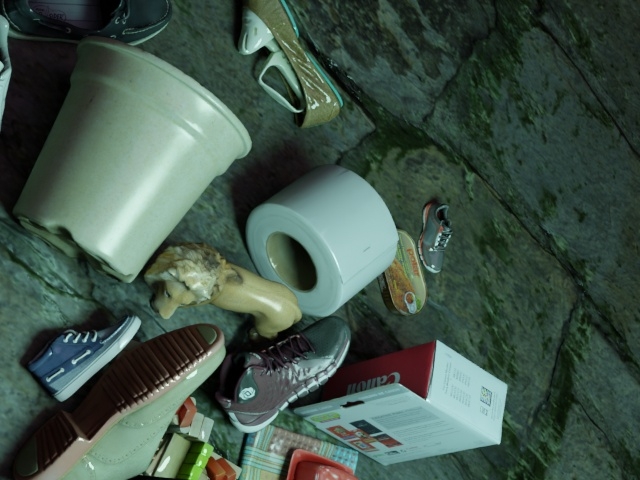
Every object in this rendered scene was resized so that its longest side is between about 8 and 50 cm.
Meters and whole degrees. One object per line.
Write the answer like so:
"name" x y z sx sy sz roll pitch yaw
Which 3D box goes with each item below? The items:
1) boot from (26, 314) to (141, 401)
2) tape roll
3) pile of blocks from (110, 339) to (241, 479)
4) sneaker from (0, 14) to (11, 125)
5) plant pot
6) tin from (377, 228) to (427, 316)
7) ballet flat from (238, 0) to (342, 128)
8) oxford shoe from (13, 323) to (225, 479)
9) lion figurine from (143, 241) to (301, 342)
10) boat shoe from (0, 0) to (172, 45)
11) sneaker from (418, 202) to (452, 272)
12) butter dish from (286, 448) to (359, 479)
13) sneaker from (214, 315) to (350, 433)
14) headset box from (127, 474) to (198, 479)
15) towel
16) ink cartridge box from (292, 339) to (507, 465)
"boot" -0.392 0.173 1.733 0.190 0.069 0.086 -45 107 -14
"tape roll" 0.000 0.000 1.978 0.169 0.246 0.246 -36 105 -35
"pile of blocks" -0.257 0.328 1.807 0.149 0.112 0.362 -40 106 -35
"sneaker" -0.550 -0.229 1.666 0.110 0.118 0.292 7 79 -45
"plant pot" -0.333 -0.113 1.721 0.334 0.334 0.305 37 74 -27
"tin" 0.169 0.070 2.230 0.106 0.040 0.190 -16 93 -34
"ballet flat" -0.086 -0.368 2.075 0.124 0.116 0.342 -37 110 -16
"oxford shoe" -0.305 0.290 1.718 0.397 0.140 0.146 -37 122 -5
"lion figurine" -0.153 0.093 1.846 0.392 0.240 0.142 12 75 -37
"boat shoe" -0.391 -0.412 1.826 0.340 0.113 0.127 -4 85 -38
"sneaker" 0.257 -0.009 2.292 0.061 0.065 0.158 7 78 -37
"butter dish" 0.019 0.483 1.947 0.160 0.118 0.160 27 65 -31
"sneaker" -0.075 0.219 1.887 0.281 0.106 0.162 -44 139 -7
"headset box" -0.211 0.511 1.704 0.246 0.283 0.131 50 56 -21
"towel" -0.061 0.550 1.969 0.271 0.040 0.370 24 68 -33
"ink cartridge box" 0.146 0.301 1.989 0.272 0.309 0.130 34 53 -29
